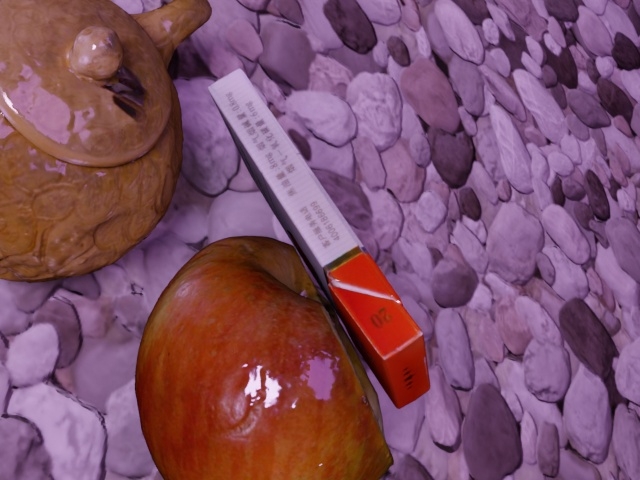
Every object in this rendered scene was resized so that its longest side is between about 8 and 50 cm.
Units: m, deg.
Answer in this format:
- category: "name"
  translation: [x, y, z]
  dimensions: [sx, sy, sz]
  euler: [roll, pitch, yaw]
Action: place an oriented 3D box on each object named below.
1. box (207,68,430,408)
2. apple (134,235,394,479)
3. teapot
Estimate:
- category: "box"
  translation: [0.000, 0.000, 0.633]
  dimensions: [0.035, 0.139, 0.245]
  euler: [-30, 66, -5]
- category: "apple"
  translation: [-0.040, 0.092, 0.570]
  dimensions: [0.160, 0.195, 0.173]
  euler: [-10, 117, -13]
- category: "teapot"
  translation: [-0.162, -0.090, 0.549]
  dimensions: [0.203, 0.167, 0.311]
  euler: [53, 45, -9]
